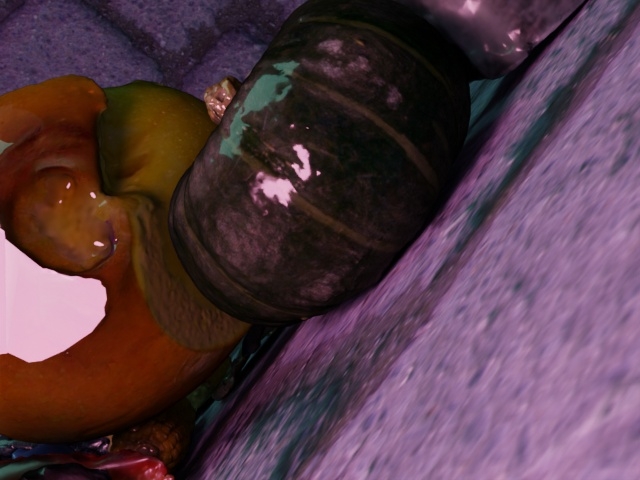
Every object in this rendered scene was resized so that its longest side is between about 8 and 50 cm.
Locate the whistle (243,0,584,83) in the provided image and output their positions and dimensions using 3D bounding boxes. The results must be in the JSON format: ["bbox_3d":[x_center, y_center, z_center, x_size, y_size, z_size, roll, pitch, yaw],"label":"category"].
[{"bbox_3d":[0.097,-0.217,1.124,0.404,0.168,0.188,-41,11,14],"label":"whistle"}]

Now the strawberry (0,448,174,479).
[{"bbox_3d":[-0.236,0.250,1.038,0.228,0.174,0.098,-47,-15,-3],"label":"strawberry"}]

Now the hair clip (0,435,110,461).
[{"bbox_3d":[-0.386,0.309,1.823,0.310,0.206,0.194,-42,14,37],"label":"hair clip"}]

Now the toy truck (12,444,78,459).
[{"bbox_3d":[-0.349,0.368,1.222,0.385,0.161,0.162,-50,-5,26],"label":"toy truck"}]

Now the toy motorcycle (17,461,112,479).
[{"bbox_3d":[-0.311,0.301,0.851,0.416,0.232,0.172,-54,16,-29],"label":"toy motorcycle"}]

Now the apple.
[{"bbox_3d":[-0.232,0.005,1.151,0.384,0.374,0.374,-49,4,-2],"label":"apple"}]

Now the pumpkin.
[{"bbox_3d":[-0.010,-0.067,1.001,0.300,0.207,0.300,-58,8,13],"label":"pumpkin"}]

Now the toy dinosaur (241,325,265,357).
[{"bbox_3d":[0.000,0.000,1.284,0.188,0.075,0.248,-50,9,51],"label":"toy dinosaur"}]

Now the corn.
[{"bbox_3d":[-0.176,0.210,1.306,0.080,0.080,0.231,-51,0,2],"label":"corn"}]

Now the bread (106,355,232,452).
[{"bbox_3d":[-0.200,0.176,1.513,0.229,0.143,0.139,-44,-3,36],"label":"bread"}]

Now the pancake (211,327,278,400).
[{"bbox_3d":[-0.081,0.126,1.355,0.129,0.022,0.116,-51,2,9],"label":"pancake"}]
